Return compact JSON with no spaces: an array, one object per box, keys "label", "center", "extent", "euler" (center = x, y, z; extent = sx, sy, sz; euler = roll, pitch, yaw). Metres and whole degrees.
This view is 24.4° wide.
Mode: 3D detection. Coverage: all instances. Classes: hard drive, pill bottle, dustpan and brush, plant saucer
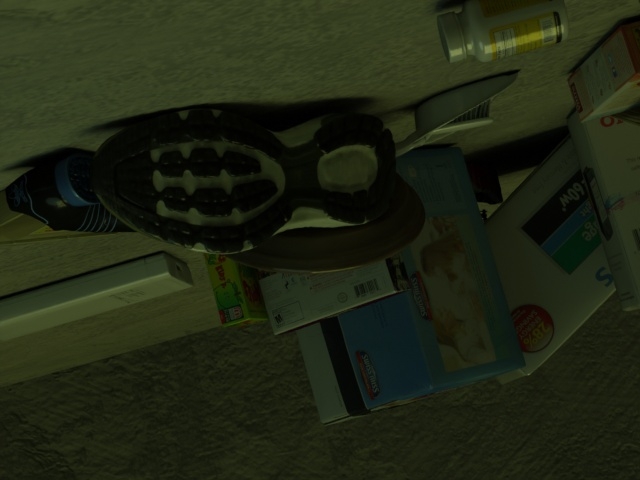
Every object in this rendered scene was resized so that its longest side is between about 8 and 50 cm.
[{"label":"hard drive","center":[-0.408,0.098,2.523],"extent":[0.353,0.047,0.233],"euler":[-17,173,3]},{"label":"pill bottle","center":[0.173,-0.207,1.414],"extent":[0.116,0.065,0.065],"euler":[-15,172,0]},{"label":"dustpan and brush","center":[0.142,-0.142,1.836],"extent":[0.211,0.060,0.147],"euler":[-14,172,-11]},{"label":"plant saucer","center":[-0.010,-0.043,1.821],"extent":[0.278,0.041,0.278],"euler":[-2,-152,1]}]

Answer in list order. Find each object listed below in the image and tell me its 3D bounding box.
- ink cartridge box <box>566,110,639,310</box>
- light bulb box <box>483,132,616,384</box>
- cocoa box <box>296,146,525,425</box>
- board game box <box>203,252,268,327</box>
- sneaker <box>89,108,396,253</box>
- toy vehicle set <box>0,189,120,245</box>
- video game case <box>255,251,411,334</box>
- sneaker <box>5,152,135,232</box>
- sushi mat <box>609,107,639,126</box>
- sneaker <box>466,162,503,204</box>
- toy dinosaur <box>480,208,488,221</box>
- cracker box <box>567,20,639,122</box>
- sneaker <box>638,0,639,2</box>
[{"label":"ink cartridge box","center":[0.514,-0.071,2.164],"extent":[0.226,0.306,0.131],"euler":[-15,173,-3]},{"label":"light bulb box","center":[0.362,0.033,2.424],"extent":[0.358,0.225,0.361],"euler":[-45,173,-5]},{"label":"cocoa box","center":[0.105,0.061,2.145],"extent":[0.228,0.347,0.231],"euler":[-23,169,42]},{"label":"board game box","center":[-0.127,0.029,2.071],"extent":[0.043,0.181,0.092],"euler":[-17,172,13]},{"label":"sneaker","center":[-0.105,-0.064,1.669],"extent":[0.410,0.158,0.182],"euler":[-2,180,-44]},{"label":"toy vehicle set","center":[-0.300,-0.037,1.801],"extent":[0.166,0.035,0.267],"euler":[-22,170,39]},{"label":"video game case","center":[0.000,0.000,2.016],"extent":[0.232,0.210,0.042],"euler":[-23,170,39]},{"label":"sneaker","center":[-0.262,-0.048,1.666],"extent":[0.090,0.081,0.232],"euler":[-15,166,19]},{"label":"sushi mat","center":[0.457,-0.183,1.956],"extent":[0.151,0.019,0.316],"euler":[-14,-168,-4]},{"label":"sneaker","center":[0.246,-0.087,2.440],"extent":[0.075,0.063,0.170],"euler":[-19,167,25]},{"label":"toy dinosaur","center":[0.127,-0.020,2.546],"extent":[0.322,0.164,0.218],"euler":[-33,-170,-10]},{"label":"cracker box","center":[0.409,-0.217,1.797],"extent":[0.156,0.067,0.232],"euler":[-16,172,-9]},{"label":"sneaker","center":[0.381,-0.231,1.375],"extent":[0.122,0.146,0.330],"euler":[-14,171,2]}]
